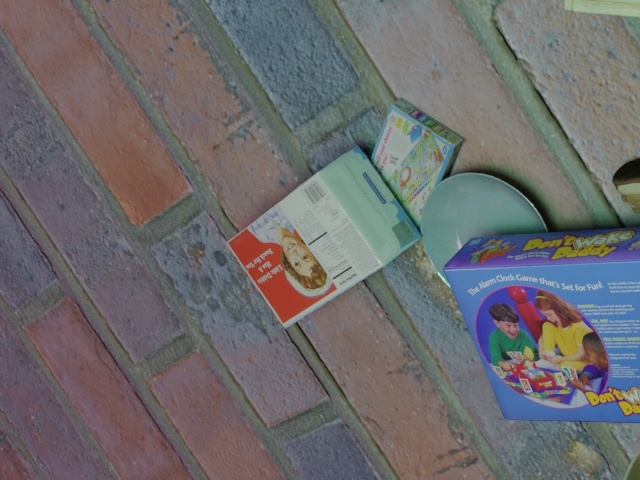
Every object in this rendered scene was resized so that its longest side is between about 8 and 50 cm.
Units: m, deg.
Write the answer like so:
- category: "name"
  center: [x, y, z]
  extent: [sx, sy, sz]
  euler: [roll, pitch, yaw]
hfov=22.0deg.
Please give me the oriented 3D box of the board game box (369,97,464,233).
- category: "board game box"
  center: [0.116, -0.095, 2.147]
  extent: [0.103, 0.026, 0.154]
  euler: [35, 131, 18]

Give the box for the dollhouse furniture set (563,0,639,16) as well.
- category: "dollhouse furniture set"
  center: [0.429, -0.291, 1.506]
  extent: [0.256, 0.394, 0.362]
  euler: [12, 107, 33]

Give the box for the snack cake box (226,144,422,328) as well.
- category: "snack cake box"
  center: [0.000, 0.000, 2.226]
  extent: [0.152, 0.089, 0.264]
  euler: [55, 142, -1]

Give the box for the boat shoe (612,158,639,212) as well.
- category: "boat shoe"
  center: [0.431, -0.063, 1.900]
  extent: [0.190, 0.068, 0.072]
  euler: [-2, 125, 49]

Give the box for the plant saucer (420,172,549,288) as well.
- category: "plant saucer"
  center: [0.220, -0.003, 2.110]
  extent: [0.195, 0.037, 0.195]
  euler: [19, 125, 30]

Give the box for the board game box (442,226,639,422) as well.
- category: "board game box"
  center: [0.342, 0.105, 1.986]
  extent: [0.347, 0.078, 0.233]
  euler: [-3, 119, 41]

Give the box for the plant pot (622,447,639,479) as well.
- category: "plant pot"
  center: [0.518, 0.339, 1.933]
  extent: [0.284, 0.284, 0.191]
  euler: [-5, 136, 40]
